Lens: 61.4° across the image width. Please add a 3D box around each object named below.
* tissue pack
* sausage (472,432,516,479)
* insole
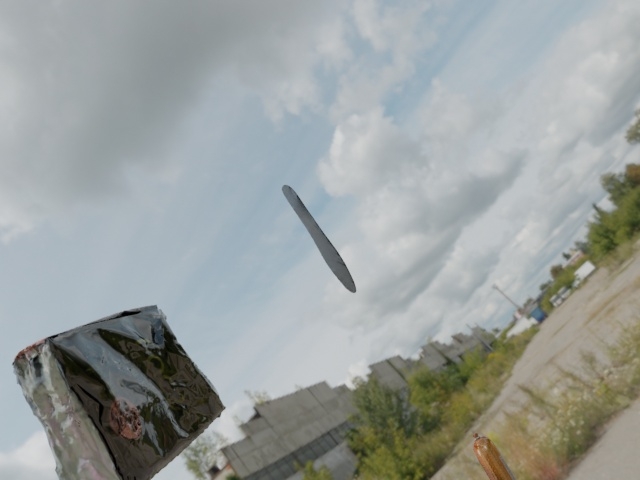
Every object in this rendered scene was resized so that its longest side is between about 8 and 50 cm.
[{"bbox_3d":[-0.291,0.229,0.833,0.123,0.245,0.332,-30,-5,8],"label":"tissue pack"},{"bbox_3d":[0.230,0.300,0.698,0.031,0.107,0.031,-24,-25,-12],"label":"sausage"},{"bbox_3d":[0.000,0.000,0.617,0.002,0.152,0.053,-38,13,-19],"label":"insole"}]
